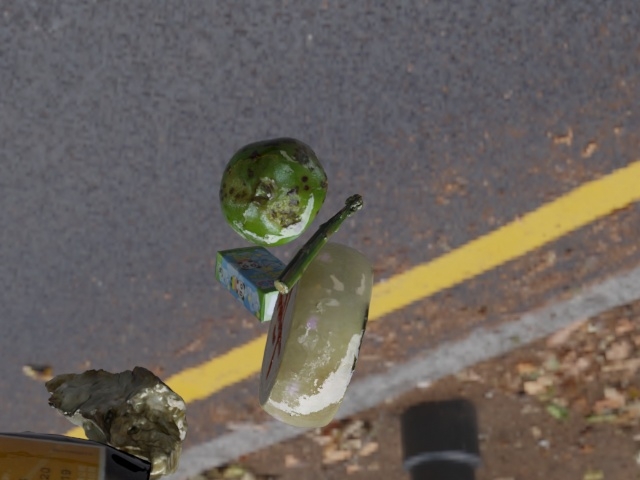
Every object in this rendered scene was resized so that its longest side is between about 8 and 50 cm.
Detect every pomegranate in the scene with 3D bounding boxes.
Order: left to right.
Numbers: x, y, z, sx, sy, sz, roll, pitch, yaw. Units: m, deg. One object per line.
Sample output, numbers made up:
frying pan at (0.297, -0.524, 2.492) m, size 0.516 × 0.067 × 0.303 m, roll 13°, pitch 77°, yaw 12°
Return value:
pomegranate at (-0.063, -0.071, 1.487) m, size 0.122 × 0.169 × 0.143 m, roll 33°, pitch 109°, yaw -11°

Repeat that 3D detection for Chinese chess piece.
Chinese chess piece at (-0.010, 0.123, 1.553) m, size 0.097 × 0.250 × 0.250 m, roll 15°, pitch 145°, yaw -7°

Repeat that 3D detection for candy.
candy at (-0.102, 0.074, 2.061) m, size 0.097 × 0.194 × 0.062 m, roll -7°, pitch 115°, yaw -30°

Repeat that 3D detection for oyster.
oyster at (-0.235, 0.222, 1.406) m, size 0.166 × 0.110 × 0.341 m, roll 58°, pitch 154°, yaw -7°

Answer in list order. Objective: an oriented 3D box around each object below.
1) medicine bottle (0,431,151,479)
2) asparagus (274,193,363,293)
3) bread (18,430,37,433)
medicine bottle at (-0.372, 0.290, 1.115) m, size 0.395 × 0.242 × 0.242 m, roll 8°, pitch 147°, yaw -7°
asparagus at (0.000, 0.000, 0.987) m, size 0.018 × 0.127 × 0.015 m, roll 31°, pitch 143°, yaw 12°
bread at (-0.514, 0.388, 1.884) m, size 0.132 × 0.172 × 0.103 m, roll -29°, pitch 100°, yaw 26°
